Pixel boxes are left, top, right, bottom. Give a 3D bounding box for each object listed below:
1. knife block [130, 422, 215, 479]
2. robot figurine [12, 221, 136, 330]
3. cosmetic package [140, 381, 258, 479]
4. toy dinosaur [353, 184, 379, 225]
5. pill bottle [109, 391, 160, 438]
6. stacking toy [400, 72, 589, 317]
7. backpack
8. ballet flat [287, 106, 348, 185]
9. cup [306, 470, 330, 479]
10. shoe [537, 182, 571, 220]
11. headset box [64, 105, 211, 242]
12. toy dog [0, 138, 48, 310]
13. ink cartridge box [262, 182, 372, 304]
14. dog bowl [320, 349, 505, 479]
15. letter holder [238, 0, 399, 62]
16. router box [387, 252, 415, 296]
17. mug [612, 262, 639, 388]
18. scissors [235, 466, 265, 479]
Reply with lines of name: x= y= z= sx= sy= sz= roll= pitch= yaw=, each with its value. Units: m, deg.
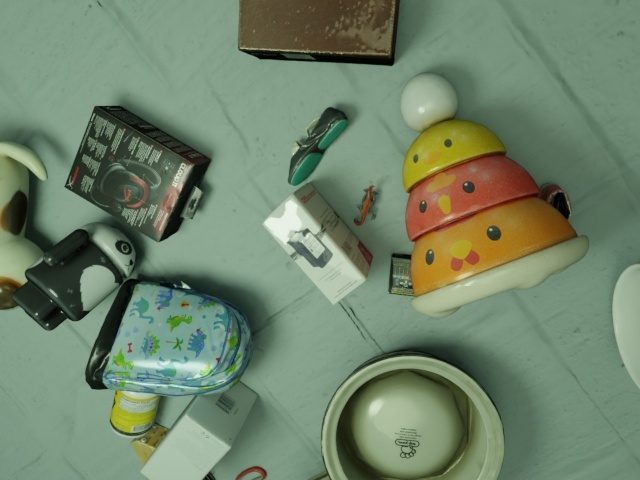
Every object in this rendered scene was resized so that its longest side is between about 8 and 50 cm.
knife block: x=-0.414 y=0.676 z=1.442 sx=0.276 sy=0.088 sz=0.242 roll=21 pitch=107 yaw=4
robot figurine: x=-0.576 y=0.082 z=1.220 sx=0.173 sy=0.278 sz=0.209 roll=51 pitch=151 yaw=-15
cosmetic package: x=-0.303 y=0.486 z=1.298 sx=0.138 sy=0.224 sz=0.224 roll=37 pitch=108 yaw=-1
toy dinosaur: x=0.097 y=-0.076 z=1.157 sx=0.047 sy=0.090 sz=0.082 roll=18 pitch=76 yaw=21
pill bottle: x=-0.486 y=0.411 z=1.360 sx=0.119 sy=0.119 sz=0.208 roll=21 pitch=112 yaw=4
stacking toy: x=0.271 y=-0.115 z=1.028 sx=0.351 sy=0.351 sz=0.479 roll=-24 pitch=80 yaw=16
backpack: x=-0.339 y=0.241 z=1.221 sx=0.356 sy=0.290 sz=0.273 roll=18 pitch=150 yaw=-7
ballet flat: x=-0.018 y=-0.215 z=1.143 sx=0.074 sy=0.074 sz=0.203 roll=40 pitch=114 yaw=-2
cup: x=0.048 y=0.707 z=1.275 sx=0.331 sy=0.331 sz=0.236 roll=-30 pitch=71 yaw=17
shoe: x=0.486 y=-0.030 z=1.087 sx=0.064 sy=0.081 sz=0.177 roll=5 pitch=106 yaw=9
headset box: x=-0.418 y=-0.151 z=1.205 sx=0.293 sy=0.110 sz=0.218 roll=30 pitch=108 yaw=1
toy dog: x=-0.814 y=-0.025 z=1.257 sx=0.396 sy=0.284 sz=0.407 roll=-15 pitch=104 yaw=-4
ink cartridge box: x=0.000 y=0.000 z=1.137 sx=0.100 sy=0.172 sz=0.237 roll=-39 pitch=95 yaw=18
dog bowl: x=0.207 y=0.445 z=1.201 sx=0.408 sy=0.150 sz=0.407 roll=0 pitch=95 yaw=4
letter holder: x=0.004 y=-0.475 z=1.021 sx=0.302 sy=0.152 sz=0.214 roll=6 pitch=104 yaw=9
router box: x=0.223 y=0.083 z=1.189 sx=0.123 sy=0.038 sz=0.092 roll=6 pitch=105 yaw=9
mug: x=0.807 y=0.199 z=1.018 sx=0.328 sy=0.276 sz=0.374 roll=-6 pitch=134 yaw=5
scissors: x=-0.260 y=0.745 z=1.471 sx=0.297 sy=0.021 sz=0.109 roll=-34 pitch=99 yaw=18
